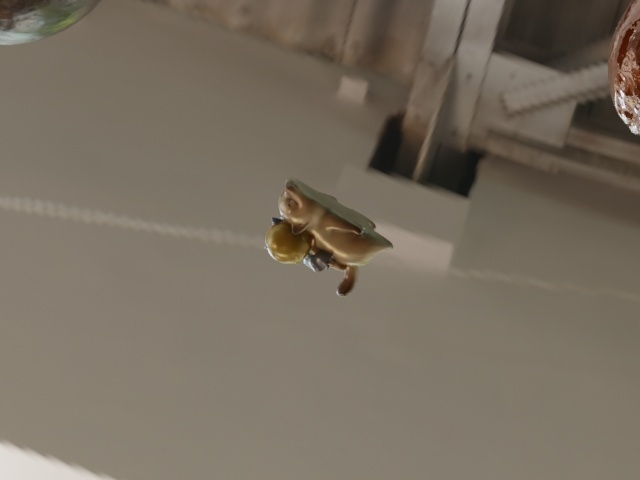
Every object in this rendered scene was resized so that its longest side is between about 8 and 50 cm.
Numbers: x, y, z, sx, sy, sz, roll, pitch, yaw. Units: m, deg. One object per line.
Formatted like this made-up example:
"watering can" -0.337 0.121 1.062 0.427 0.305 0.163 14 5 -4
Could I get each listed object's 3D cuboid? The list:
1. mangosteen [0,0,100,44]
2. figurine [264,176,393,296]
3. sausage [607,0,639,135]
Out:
"mangosteen" -0.275 -0.238 1.344 0.235 0.261 0.235 26 -27 15
"figurine" 0.000 0.000 1.054 0.083 0.047 0.051 29 -83 -29
"sausage" 0.268 -0.138 0.932 0.258 0.133 0.133 -35 -73 30
